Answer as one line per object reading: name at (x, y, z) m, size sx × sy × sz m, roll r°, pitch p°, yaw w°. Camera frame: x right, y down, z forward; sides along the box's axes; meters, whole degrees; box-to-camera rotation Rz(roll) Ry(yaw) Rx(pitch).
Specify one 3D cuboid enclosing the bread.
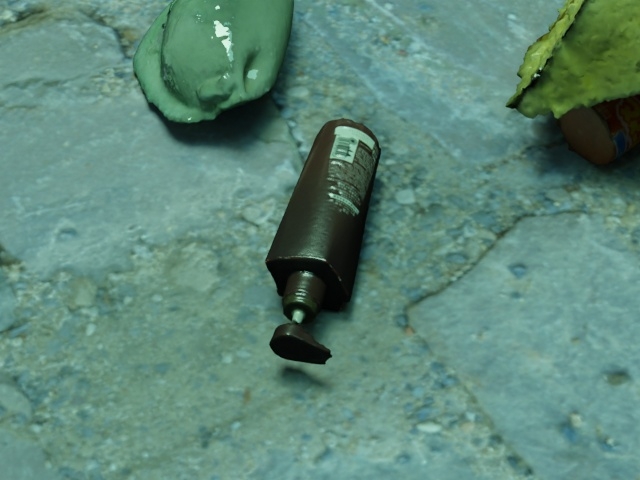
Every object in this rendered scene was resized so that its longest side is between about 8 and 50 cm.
bread at (0.269, -0.216, 1.599) m, size 0.141 × 0.178 × 0.266 m, roll 17°, pitch 35°, yaw 6°

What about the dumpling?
dumpling at (-0.101, -0.199, 1.653) m, size 0.149 × 0.105 × 0.217 m, roll 10°, pitch 59°, yaw 8°

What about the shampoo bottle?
shampoo bottle at (0.002, 0.001, 1.503) m, size 0.068 × 0.067 × 0.236 m, roll 3°, pitch 48°, yaw 17°

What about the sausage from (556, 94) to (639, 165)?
sausage at (0.332, -0.162, 1.639) m, size 0.274 × 0.074 × 0.074 m, roll -34°, pitch 56°, yaw -26°
